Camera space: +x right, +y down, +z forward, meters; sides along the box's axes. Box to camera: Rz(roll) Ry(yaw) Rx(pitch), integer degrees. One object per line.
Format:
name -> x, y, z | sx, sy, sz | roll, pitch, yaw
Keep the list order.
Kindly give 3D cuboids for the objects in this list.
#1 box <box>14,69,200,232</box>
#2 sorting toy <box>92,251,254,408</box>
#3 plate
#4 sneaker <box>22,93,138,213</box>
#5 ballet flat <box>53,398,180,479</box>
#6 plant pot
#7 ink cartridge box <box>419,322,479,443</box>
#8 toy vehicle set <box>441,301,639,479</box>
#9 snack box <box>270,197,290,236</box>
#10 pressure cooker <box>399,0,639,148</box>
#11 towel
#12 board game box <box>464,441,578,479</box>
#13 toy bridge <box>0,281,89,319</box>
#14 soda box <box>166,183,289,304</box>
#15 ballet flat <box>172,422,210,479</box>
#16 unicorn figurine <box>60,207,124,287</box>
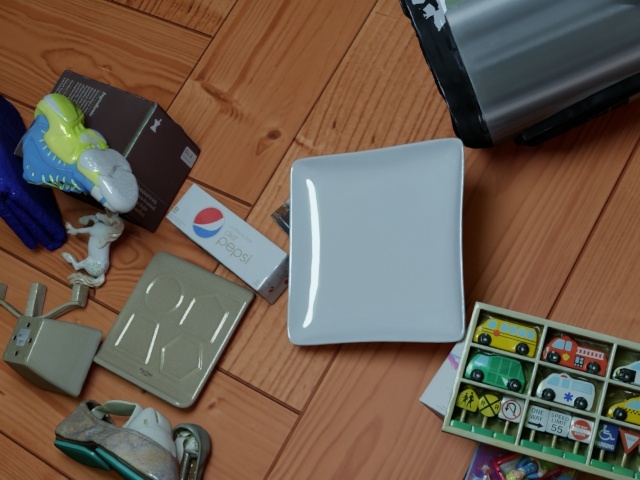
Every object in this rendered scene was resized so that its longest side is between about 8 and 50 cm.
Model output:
box -> -0.343, -0.145, 1.571 | 0.203, 0.168, 0.167 | 23, 77, 26
sorting toy -> -0.224, 0.135, 1.488 | 0.193, 0.038, 0.208 | 23, 72, 26
plate -> 0.081, 0.008, 1.362 | 0.278, 0.045, 0.277 | -5, 79, 30
sneaker -> -0.363, -0.101, 1.430 | 0.126, 0.091, 0.240 | -48, 61, 19
ballet flat -> -0.271, 0.278, 1.353 | 0.316, 0.107, 0.106 | 8, 53, 48
plant pot -> -0.419, 0.168, 1.483 | 0.109, 0.096, 0.109 | 1, 67, 44
ink cartridge box -> 0.218, 0.186, 1.267 | 0.090, 0.092, 0.143 | 26, 76, 44
toy vehicle set -> 0.297, 0.189, 1.176 | 0.267, 0.035, 0.165 | 14, 78, 8
snack box -> 0.000, 0.000, 1.473 | 0.064, 0.022, 0.178 | -41, 61, -3
pressure cooker -> 0.326, -0.354, 1.315 | 0.421, 0.375, 0.369 | -22, 59, 10
towel -> -0.533, -0.141, 1.602 | 0.076, 0.227, 0.308 | -29, 62, 0
board game box -> 0.257, 0.288, 1.202 | 0.133, 0.033, 0.168 | 19, 97, -2
toy bridge -> -0.468, 0.101, 1.586 | 0.188, 0.026, 0.063 | 0, 74, 22
soda box -> -0.136, 0.004, 1.492 | 0.216, 0.069, 0.074 | 36, 82, 29
ballet flat -> -0.210, 0.361, 1.362 | 0.072, 0.068, 0.213 | 5, 69, 20
unicorn figurine -> -0.364, 0.001, 1.560 | 0.111, 0.060, 0.161 | 15, 117, 27
